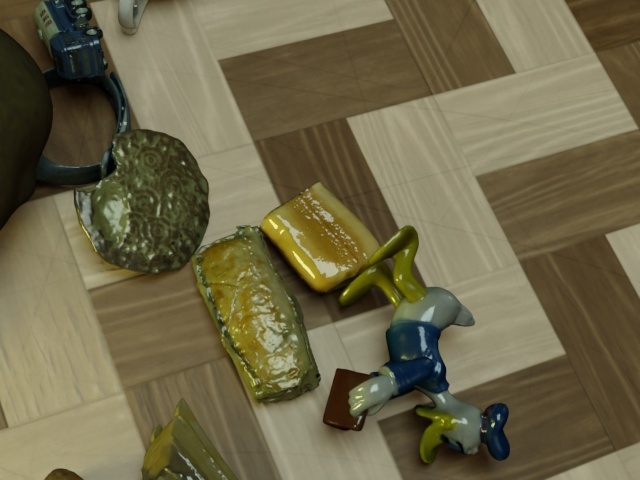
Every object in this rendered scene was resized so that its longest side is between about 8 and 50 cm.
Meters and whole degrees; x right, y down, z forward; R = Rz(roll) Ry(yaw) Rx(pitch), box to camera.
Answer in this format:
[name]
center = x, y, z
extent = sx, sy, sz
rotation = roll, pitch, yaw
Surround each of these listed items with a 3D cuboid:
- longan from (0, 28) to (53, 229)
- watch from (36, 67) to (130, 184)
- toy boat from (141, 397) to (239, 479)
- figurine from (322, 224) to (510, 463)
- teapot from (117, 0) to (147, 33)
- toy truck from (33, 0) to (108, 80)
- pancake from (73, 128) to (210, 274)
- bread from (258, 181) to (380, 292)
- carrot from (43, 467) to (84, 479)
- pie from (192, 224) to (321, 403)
[longan]
center = -0.543, -0.149, 1.689
extent = 0.361, 0.361, 0.361
rotation = 5, 62, -9
[watch]
center = -0.383, -0.176, 1.885
extent = 0.193, 0.068, 0.206
rotation = -18, 66, -19
[toy boat]
center = -0.083, 0.406, 1.607
extent = 0.445, 0.136, 0.162
rotation = 50, 30, 13
[figurine]
center = 0.141, 0.194, 1.734
extent = 0.338, 0.204, 0.283
rotation = 45, 64, 9
[teapot]
center = -0.289, -0.490, 2.029
extent = 0.208, 0.166, 0.300
rotation = 21, 68, -9
[toy truck]
center = -0.397, -0.325, 1.914
extent = 0.088, 0.074, 0.202
rotation = -14, 38, -17
[pancake]
center = -0.262, -0.057, 1.831
extent = 0.212, 0.029, 0.235
rotation = 45, 58, -15
[bread]
center = -0.001, 0.001, 1.861
extent = 0.134, 0.085, 0.173
rotation = -31, 72, -24
[carrot]
center = -0.300, 0.377, 1.621
extent = 0.186, 0.060, 0.060
rotation = 41, 63, 11
[pie]
center = -0.097, 0.104, 1.795
extent = 0.128, 0.068, 0.282
rotation = -23, 66, -6
